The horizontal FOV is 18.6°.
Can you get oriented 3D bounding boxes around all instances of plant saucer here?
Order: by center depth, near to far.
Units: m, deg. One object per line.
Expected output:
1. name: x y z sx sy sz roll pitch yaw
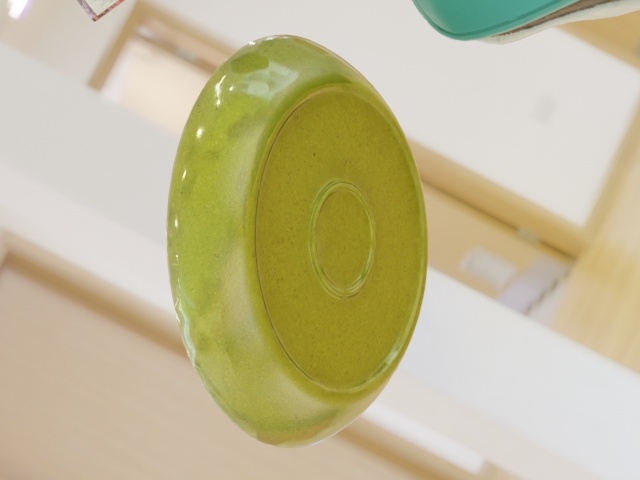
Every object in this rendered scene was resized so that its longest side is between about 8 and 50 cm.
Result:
1. plant saucer: 0.000 0.000 1.127 0.037 0.241 0.241 -2 48 35

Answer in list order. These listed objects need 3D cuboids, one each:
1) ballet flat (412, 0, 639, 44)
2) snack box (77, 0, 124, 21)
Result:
1. ballet flat: 0.194 -0.185 1.030 0.400 0.139 0.139 0 59 58
2. snack box: -0.134 -0.193 1.126 0.037 0.100 0.141 -32 15 18
